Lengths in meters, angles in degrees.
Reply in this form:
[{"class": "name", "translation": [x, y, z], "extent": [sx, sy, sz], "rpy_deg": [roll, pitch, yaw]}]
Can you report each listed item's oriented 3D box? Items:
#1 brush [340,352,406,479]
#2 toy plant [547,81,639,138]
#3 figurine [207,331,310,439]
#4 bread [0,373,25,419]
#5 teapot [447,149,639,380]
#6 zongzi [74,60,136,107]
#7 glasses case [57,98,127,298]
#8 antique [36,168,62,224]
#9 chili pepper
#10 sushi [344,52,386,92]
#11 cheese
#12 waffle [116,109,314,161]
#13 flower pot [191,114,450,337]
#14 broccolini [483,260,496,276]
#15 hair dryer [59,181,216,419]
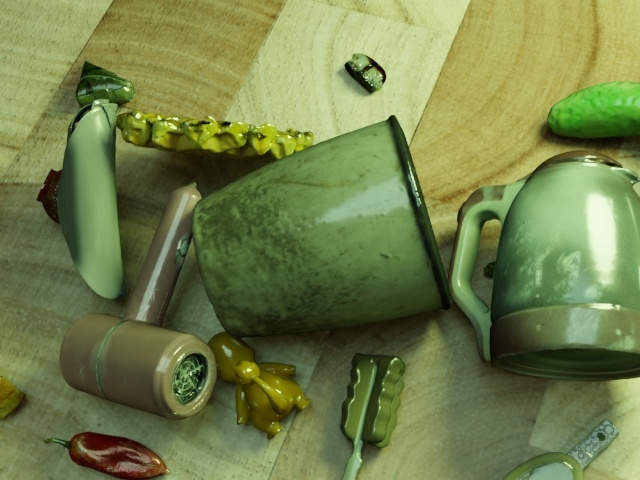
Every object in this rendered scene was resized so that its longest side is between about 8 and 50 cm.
[{"class": "brush", "translation": [0.053, 0.304, 1.245], "extent": [0.084, 0.071, 0.301], "rpy_deg": [5, 64, 23]}, {"class": "toy plant", "translation": [0.571, -0.180, 1.345], "extent": [0.317, 0.211, 0.356], "rpy_deg": [-28, 51, -5]}, {"class": "figurine", "translation": [-0.104, 0.199, 1.284], "extent": [0.176, 0.122, 0.121], "rpy_deg": [41, 77, 22]}, {"class": "bread", "translation": [-0.544, 0.201, 1.352], "extent": [0.187, 0.103, 0.065], "rpy_deg": [35, 75, 17]}, {"class": "teapot", "translation": [0.325, 0.032, 1.254], "extent": [0.314, 0.233, 0.312], "rpy_deg": [-9, 66, 36]}, {"class": "zongzi", "translation": [-0.388, -0.297, 1.612], "extent": [0.109, 0.055, 0.119], "rpy_deg": [-4, 52, 3]}, {"class": "glasses case", "translation": [-0.366, -0.063, 1.377], "extent": [0.083, 0.128, 0.308], "rpy_deg": [-6, 97, -35]}, {"class": "antique", "translation": [-0.420, -0.073, 1.477], "extent": [0.104, 0.104, 0.104], "rpy_deg": [-3, 63, 6]}, {"class": "chili pepper", "translation": [-0.312, 0.315, 1.294], "extent": [0.191, 0.050, 0.059], "rpy_deg": [15, 63, 1]}, {"class": "sushi", "translation": [0.084, -0.303, 1.554], "extent": [0.046, 0.044, 0.083], "rpy_deg": [-39, 67, -11]}, {"class": "cheese", "translation": [0.338, 0.318, 1.215], "extent": [0.192, 0.037, 0.097], "rpy_deg": [-39, 67, -13]}, {"class": "waffle", "translation": [-0.163, -0.162, 1.397], "extent": [0.329, 0.329, 0.062], "rpy_deg": [8, 94, 11]}, {"class": "flower pot", "translation": [0.000, 0.000, 1.295], "extent": [0.330, 0.294, 0.294], "rpy_deg": [-16, 62, 8]}, {"class": "broccolini", "translation": [0.343, 0.000, 1.361], "extent": [0.201, 0.058, 0.074], "rpy_deg": [-29, 57, -8]}, {"class": "hair dryer", "translation": [-0.232, 0.074, 1.303], "extent": [0.210, 0.125, 0.353], "rpy_deg": [8, 75, 34]}]
